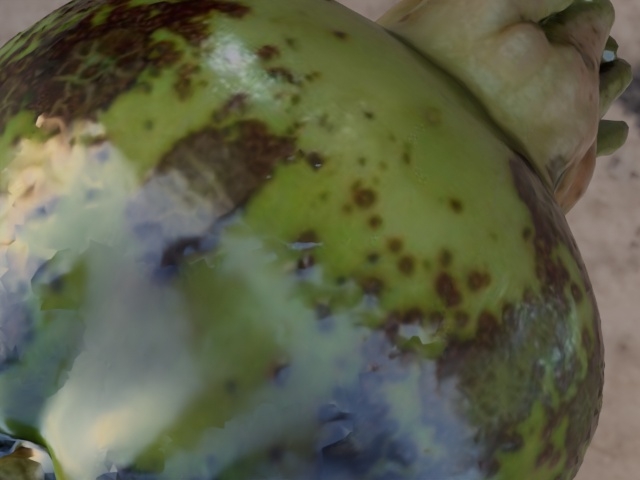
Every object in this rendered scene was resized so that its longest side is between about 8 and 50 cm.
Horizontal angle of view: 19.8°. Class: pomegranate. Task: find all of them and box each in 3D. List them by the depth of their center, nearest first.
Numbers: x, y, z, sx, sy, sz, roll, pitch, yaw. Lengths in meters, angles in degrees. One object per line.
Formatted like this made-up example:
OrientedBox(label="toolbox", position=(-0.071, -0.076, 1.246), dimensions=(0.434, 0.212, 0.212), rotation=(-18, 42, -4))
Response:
OrientedBox(label="pomegranate", position=(0.006, -0.004, 0.583), dimensions=(0.222, 0.276, 0.204), rotation=(53, 180, -2))
